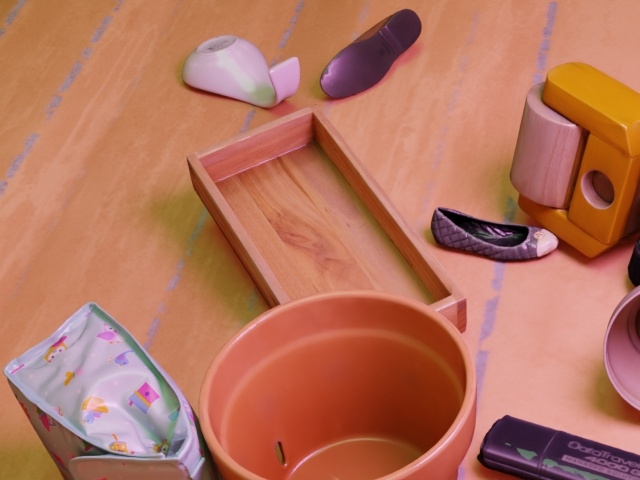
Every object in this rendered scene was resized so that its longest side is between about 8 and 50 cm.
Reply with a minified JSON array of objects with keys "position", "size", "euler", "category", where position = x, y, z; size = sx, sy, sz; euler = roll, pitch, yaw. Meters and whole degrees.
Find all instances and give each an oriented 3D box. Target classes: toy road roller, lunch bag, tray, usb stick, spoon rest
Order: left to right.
[{"position":[-0.199,0.231,1.522],"size":[0.160,0.223,0.262],"euler":[-38,48,-21],"category":"lunch bag"},{"position":[-0.123,-0.269,2.228],"size":[0.137,0.084,0.276],"euler":[-30,30,-23],"category":"spoon rest"},{"position":[0.000,0.000,1.822],"size":[0.203,0.076,0.411],"euler":[-24,49,-14],"category":"tray"},{"position":[0.307,0.255,1.513],"size":[0.278,0.045,0.077],"euler":[14,39,28],"category":"usb stick"},{"position":[0.431,-0.095,1.782],"size":[0.240,0.202,0.329],"euler":[-26,48,-36],"category":"toy road roller"}]

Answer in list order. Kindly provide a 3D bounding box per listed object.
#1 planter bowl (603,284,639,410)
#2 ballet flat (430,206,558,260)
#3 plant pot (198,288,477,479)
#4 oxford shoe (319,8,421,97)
[{"position":[0.403,0.111,1.593],"size":[0.162,0.162,0.109],"euler":[-4,13,9],"category":"planter bowl"},{"position":[0.228,-0.009,1.839],"size":[0.173,0.049,0.057],"euler":[8,41,18],"category":"ballet flat"},{"position":[0.031,0.222,1.493],"size":[0.291,0.203,0.291],"euler":[-7,40,6],"category":"plant pot"},{"position":[0.070,-0.290,2.216],"size":[0.212,0.076,0.076],"euler":[-39,17,-27],"category":"oxford shoe"}]
